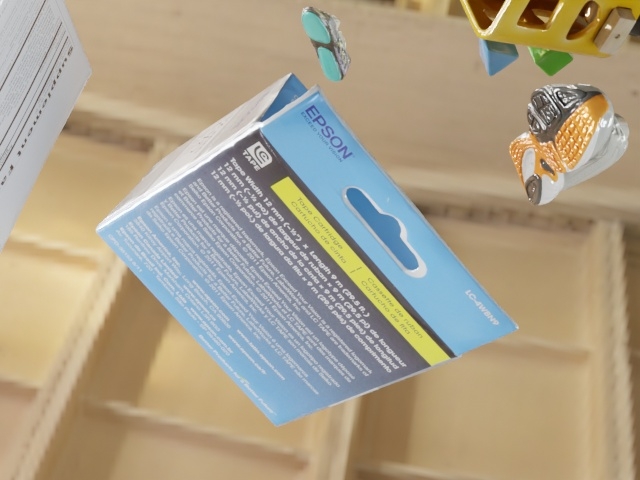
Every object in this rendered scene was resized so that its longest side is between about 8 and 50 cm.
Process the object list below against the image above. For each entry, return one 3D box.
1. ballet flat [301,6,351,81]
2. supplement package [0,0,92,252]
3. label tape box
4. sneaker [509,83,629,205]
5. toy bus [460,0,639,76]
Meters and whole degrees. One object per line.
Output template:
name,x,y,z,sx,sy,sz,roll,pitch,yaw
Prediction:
ballet flat,0.008,-0.229,2.009,0.041,0.114,0.041,-10,-131,11
supplement package,-0.288,-0.124,1.249,0.177,0.175,0.293,25,169,5
label tape box,0.000,0.000,1.499,0.249,0.348,0.115,48,-129,-11
sneaker,0.294,-0.124,1.994,0.121,0.262,0.099,-21,-99,-11
toy bus,0.210,-0.194,1.402,0.202,0.191,0.104,-26,-131,10
